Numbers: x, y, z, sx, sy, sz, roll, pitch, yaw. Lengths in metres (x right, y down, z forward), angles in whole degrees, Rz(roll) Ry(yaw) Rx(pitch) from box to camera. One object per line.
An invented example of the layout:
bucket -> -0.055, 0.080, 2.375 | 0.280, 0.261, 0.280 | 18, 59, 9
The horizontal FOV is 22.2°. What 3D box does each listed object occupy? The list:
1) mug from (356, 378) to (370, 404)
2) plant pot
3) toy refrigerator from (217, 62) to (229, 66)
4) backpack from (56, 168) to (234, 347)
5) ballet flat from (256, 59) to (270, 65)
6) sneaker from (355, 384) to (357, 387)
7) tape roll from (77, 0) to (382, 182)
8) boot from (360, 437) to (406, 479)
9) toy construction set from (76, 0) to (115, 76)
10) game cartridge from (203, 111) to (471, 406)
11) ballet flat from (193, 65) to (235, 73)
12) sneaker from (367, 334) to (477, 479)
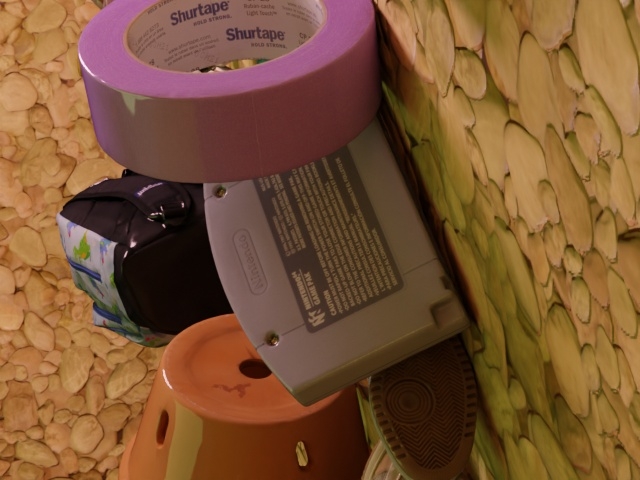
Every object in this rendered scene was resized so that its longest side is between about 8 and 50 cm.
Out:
mug -> 0.076, 0.161, 1.736 | 0.078, 0.062, 0.064 | -115, 6, -64
plant pot -> -0.071, 0.213, 1.735 | 0.291, 0.290, 0.203 | -119, 28, -53
toy refrigerator -> -0.157, -0.352, 1.978 | 0.269, 0.094, 0.102 | 60, 168, -17
backpack -> -0.193, 0.010, 2.080 | 0.355, 0.290, 0.273 | 26, 135, 48
ballet flat -> -0.025, -0.117, 1.828 | 0.087, 0.083, 0.247 | 50, 157, 39
sneaker -> 0.008, 0.131, 1.951 | 0.112, 0.121, 0.299 | 42, 168, -18
tape roll -> -0.082, -0.162, 1.516 | 0.275, 0.274, 0.090 | -119, 19, -54
boot -> 0.113, 0.267, 1.573 | 0.165, 0.213, 0.077 | 24, 168, 29
toy construction set -> -0.131, -0.257, 1.727 | 0.309, 0.257, 0.237 | -36, 50, 47
game cartridge -> 0.000, 0.000, 1.521 | 0.062, 0.198, 0.297 | 44, -159, -54
ballet flat -> -0.120, -0.169, 2.040 | 0.348, 0.123, 0.123 | -151, 47, -70
sneaker -> 0.075, 0.123, 1.563 | 0.153, 0.099, 0.282 | 98, 160, -59
